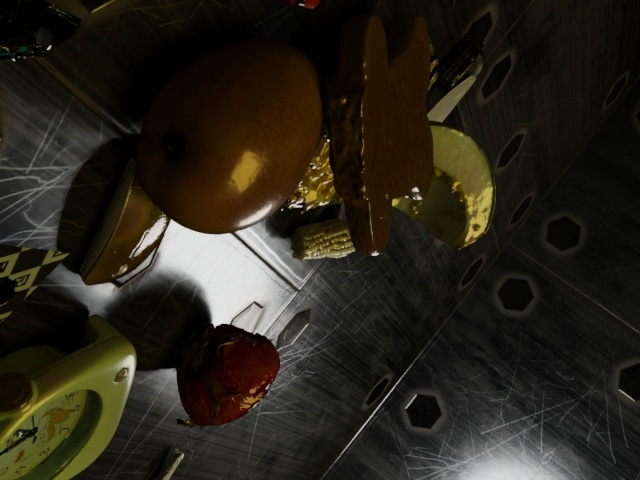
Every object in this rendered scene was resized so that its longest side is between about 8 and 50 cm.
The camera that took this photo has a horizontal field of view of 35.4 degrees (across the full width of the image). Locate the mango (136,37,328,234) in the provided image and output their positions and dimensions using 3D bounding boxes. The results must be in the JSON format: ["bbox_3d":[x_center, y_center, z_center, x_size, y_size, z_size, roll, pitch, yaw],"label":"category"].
[{"bbox_3d":[-0.109,-0.161,1.459,0.378,0.221,0.264,-42,148,-52],"label":"mango"}]

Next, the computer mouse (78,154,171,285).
[{"bbox_3d":[-0.285,-0.026,1.525,0.126,0.056,0.245,-10,134,-59],"label":"computer mouse"}]

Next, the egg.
[{"bbox_3d":[0.202,-0.128,1.924,0.206,0.271,0.162,-64,-165,7],"label":"egg"}]

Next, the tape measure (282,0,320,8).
[{"bbox_3d":[-0.048,-0.428,1.299,0.260,0.114,0.253,-12,135,-59],"label":"tape measure"}]

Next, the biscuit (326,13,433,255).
[{"bbox_3d":[0.097,-0.196,1.613,0.394,0.076,0.368,-46,135,-59],"label":"biscuit"}]

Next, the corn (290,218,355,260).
[{"bbox_3d":[0.000,0.000,2.113,0.211,0.087,0.087,-6,130,-54],"label":"corn"}]

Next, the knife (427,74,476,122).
[{"bbox_3d":[0.224,-0.234,2.197,0.081,0.043,0.336,0,132,-47],"label":"knife"}]

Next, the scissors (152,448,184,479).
[{"bbox_3d":[-0.373,0.567,2.289,0.118,0.030,0.242,-13,138,-60],"label":"scissors"}]

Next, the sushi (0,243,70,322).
[{"bbox_3d":[-0.491,0.070,1.262,0.264,0.050,0.290,-43,163,14],"label":"sushi"}]

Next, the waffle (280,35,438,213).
[{"bbox_3d":[0.068,-0.217,1.894,0.379,0.095,0.382,-33,154,-39],"label":"waffle"}]

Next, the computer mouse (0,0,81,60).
[{"bbox_3d":[-0.345,-0.225,1.002,0.241,0.146,0.078,-16,119,-52],"label":"computer mouse"}]

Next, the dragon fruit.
[{"bbox_3d":[-0.207,0.239,1.961,0.148,0.223,0.218,55,31,-33],"label":"dragon fruit"}]

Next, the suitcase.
[{"bbox_3d":[0.302,-0.372,2.172,0.126,0.059,0.086,-48,157,-6],"label":"suitcase"}]

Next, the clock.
[{"bbox_3d":[-0.459,0.285,1.566,0.348,0.117,0.286,-23,144,-50],"label":"clock"}]
